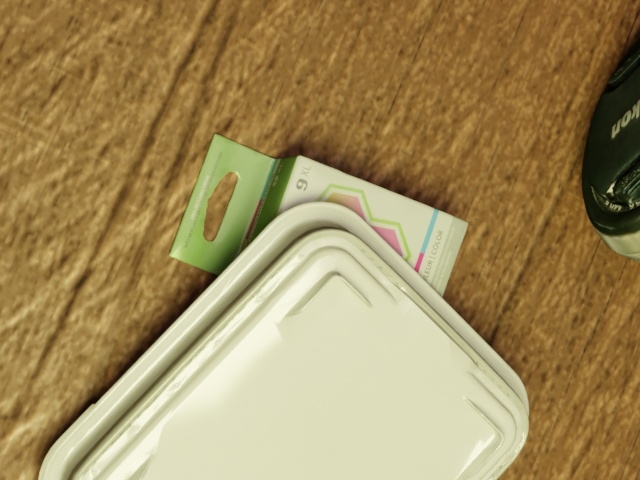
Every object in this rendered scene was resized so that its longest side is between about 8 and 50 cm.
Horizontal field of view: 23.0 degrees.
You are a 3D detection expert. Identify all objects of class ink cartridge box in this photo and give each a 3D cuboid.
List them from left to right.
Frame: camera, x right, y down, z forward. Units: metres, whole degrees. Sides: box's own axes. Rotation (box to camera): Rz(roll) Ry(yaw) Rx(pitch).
[{"bbox_3d":[0.000,0.000,1.244,0.209,0.062,0.109,22,84,-17],"label":"ink cartridge box"}]

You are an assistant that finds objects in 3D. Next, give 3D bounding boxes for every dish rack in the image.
[{"bbox_3d":[-0.014,0.168,1.198,0.333,0.072,0.285,-46,107,-3],"label":"dish rack"}]

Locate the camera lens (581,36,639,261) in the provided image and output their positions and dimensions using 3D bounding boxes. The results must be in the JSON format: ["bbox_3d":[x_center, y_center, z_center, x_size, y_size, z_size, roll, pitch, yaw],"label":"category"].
[{"bbox_3d":[0.369,-0.056,1.285,0.274,0.219,0.219,21,83,-17],"label":"camera lens"}]
